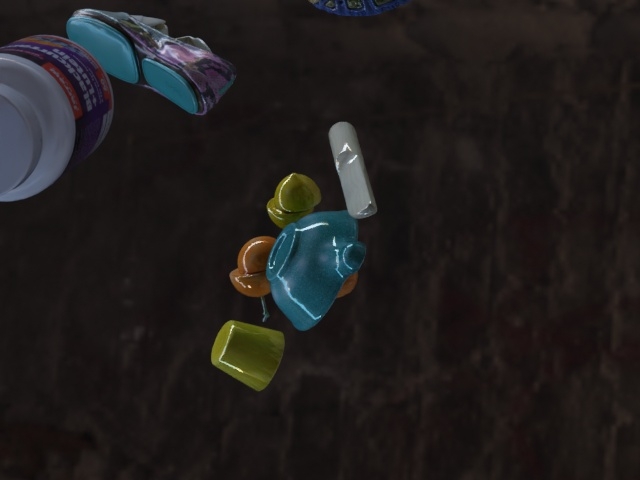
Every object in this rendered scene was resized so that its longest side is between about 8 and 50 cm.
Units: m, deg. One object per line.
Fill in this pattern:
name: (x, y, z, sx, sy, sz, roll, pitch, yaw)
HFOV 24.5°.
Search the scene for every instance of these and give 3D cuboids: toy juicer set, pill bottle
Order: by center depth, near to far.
pill bottle: (-0.225, -0.089, 1.090, 0.193, 0.108, 0.108, -71, -19, -75)
toy juicer set: (0.000, 0.000, 1.551, 0.329, 0.089, 0.209, -50, 24, 41)

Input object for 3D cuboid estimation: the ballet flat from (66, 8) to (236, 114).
ballet flat: (-0.175, -0.201, 1.583, 0.079, 0.221, 0.077, -37, -40, -31)

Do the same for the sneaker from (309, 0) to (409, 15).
sneaker: (0.101, -0.325, 1.360, 0.112, 0.296, 0.131, 43, -159, -29)
